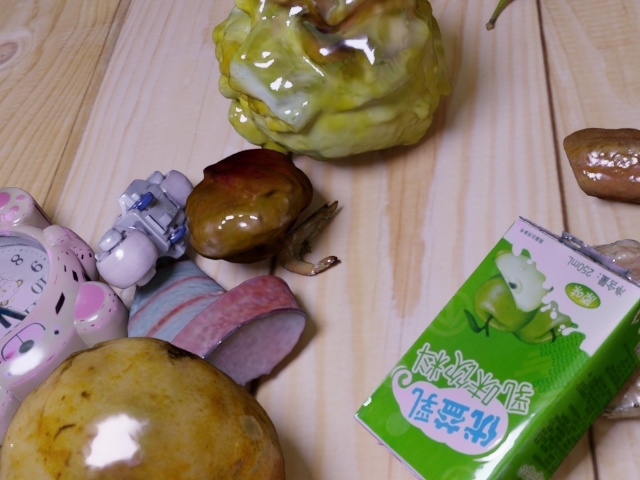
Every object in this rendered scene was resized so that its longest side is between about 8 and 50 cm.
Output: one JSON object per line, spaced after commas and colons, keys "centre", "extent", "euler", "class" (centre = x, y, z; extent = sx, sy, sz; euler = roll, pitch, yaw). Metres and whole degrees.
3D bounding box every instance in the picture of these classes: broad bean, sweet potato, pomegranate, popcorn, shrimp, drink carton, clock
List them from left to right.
{"centre": [-0.407, 0.094, 1.122], "extent": [0.284, 0.114, 0.309], "euler": [-43, 51, -20], "class": "clock"}
{"centre": [-0.166, 0.214, 0.830], "extent": [0.260, 0.260, 0.260], "euler": [-10, 48, 11], "class": "pomegranate"}
{"centre": [-0.085, -0.040, 1.084], "extent": [0.156, 0.122, 0.228], "euler": [-9, 22, 4], "class": "broad bean"}
{"centre": [0.000, 0.000, 1.118], "extent": [0.083, 0.023, 0.114], "euler": [33, 73, 34], "class": "shrimp"}
{"centre": [0.021, -0.244, 1.141], "extent": [0.312, 0.312, 0.312], "euler": [-10, 48, 11], "class": "popcorn"}
{"centre": [0.185, 0.129, 0.847], "extent": [0.271, 0.108, 0.161], "euler": [-49, 48, -4], "class": "drink carton"}
{"centre": [0.399, -0.076, 1.002], "extent": [0.252, 0.097, 0.097], "euler": [11, 55, 22], "class": "sweet potato"}

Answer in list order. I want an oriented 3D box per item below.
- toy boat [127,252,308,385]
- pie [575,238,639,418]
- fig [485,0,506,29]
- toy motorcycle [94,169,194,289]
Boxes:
{"centre": [-0.158, 0.077, 1.066], "extent": [0.206, 0.096, 0.282], "euler": [-32, 39, -19], "class": "toy boat"}
{"centre": [0.292, 0.090, 0.915], "extent": [0.185, 0.052, 0.218], "euler": [-17, 49, 3], "class": "pie"}
{"centre": [0.290, -0.395, 1.309], "extent": [0.166, 0.093, 0.093], "euler": [-33, 48, -8], "class": "fig"}
{"centre": [-0.228, -0.013, 1.133], "extent": [0.112, 0.112, 0.254], "euler": [-10, 25, 11], "class": "toy motorcycle"}
